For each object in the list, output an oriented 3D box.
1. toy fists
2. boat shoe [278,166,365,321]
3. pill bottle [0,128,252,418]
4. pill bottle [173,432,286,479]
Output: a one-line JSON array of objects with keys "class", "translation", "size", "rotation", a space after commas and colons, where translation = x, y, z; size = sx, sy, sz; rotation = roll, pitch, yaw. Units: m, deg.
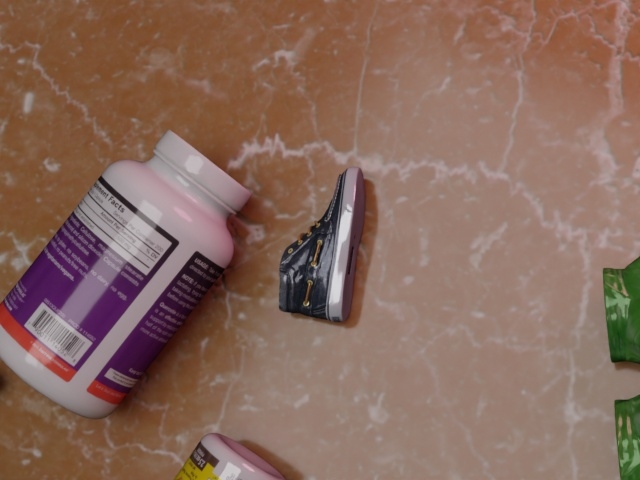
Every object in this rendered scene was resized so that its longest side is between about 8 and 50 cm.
[{"class": "toy fists", "translation": [0.383, 0.144, 1.609], "size": [0.142, 0.096, 0.279], "rotation": [-6, 76, 13]}, {"class": "boat shoe", "translation": [0.000, 0.000, 1.754], "size": [0.083, 0.065, 0.183], "rotation": [7, 82, 15]}, {"class": "pill bottle", "translation": [-0.226, 0.035, 1.747], "size": [0.181, 0.181, 0.323], "rotation": [38, 90, 18]}, {"class": "pill bottle", "translation": [-0.138, 0.332, 1.696], "size": [0.117, 0.117, 0.215], "rotation": [33, 88, 18]}]
